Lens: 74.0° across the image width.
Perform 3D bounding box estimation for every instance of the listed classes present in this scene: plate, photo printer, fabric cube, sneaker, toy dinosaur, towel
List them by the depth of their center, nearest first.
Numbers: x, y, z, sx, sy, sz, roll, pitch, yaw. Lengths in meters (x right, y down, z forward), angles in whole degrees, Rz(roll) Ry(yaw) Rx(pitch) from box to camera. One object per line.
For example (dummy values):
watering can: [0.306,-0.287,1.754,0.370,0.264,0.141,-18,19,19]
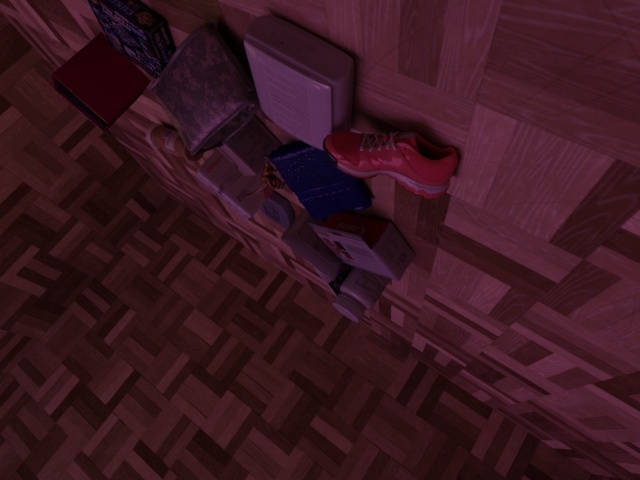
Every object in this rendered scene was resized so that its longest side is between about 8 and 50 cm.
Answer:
sneaker: [0.163,-0.208,0.968,0.313,0.116,0.136,16,147,0]
photo printer: [-0.042,-0.351,1.025,0.256,0.107,0.307,33,165,14]
towel: [0.007,-0.199,1.335,0.227,0.076,0.308,-11,140,25]
toy dinosaur: [-0.181,-0.206,1.438,0.112,0.064,0.212,33,133,5]
plate: [0.000,0.000,1.770,0.277,0.278,0.045,39,127,-4]
fabric cube: [-0.916,-0.651,1.780,0.254,0.258,0.259,43,163,-26]

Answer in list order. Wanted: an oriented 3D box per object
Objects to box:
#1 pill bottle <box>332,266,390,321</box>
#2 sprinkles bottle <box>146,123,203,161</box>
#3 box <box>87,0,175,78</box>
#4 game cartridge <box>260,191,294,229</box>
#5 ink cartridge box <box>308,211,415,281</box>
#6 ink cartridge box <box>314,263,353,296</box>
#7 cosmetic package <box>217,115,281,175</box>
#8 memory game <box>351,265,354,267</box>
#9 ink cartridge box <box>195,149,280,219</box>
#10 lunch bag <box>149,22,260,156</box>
pill bottle: [0.182,0.187,1.772,0.160,0.283,0.160,34,165,11]
sprinkles bottle: [-0.716,-0.484,2.086,0.355,0.121,0.121,25,161,35]
box: [-0.604,-0.672,1.386,0.295,0.073,0.293,36,164,4]
game cartridge: [-0.219,-0.159,2.078,0.198,0.062,0.297,29,163,11]
ink cartridge box: [0.147,-0.006,1.570,0.309,0.130,0.272,17,156,50]
ink cartridge box: [0.102,0.158,2.021,0.176,0.069,0.371,52,-164,8]
cosmetic package: [-0.298,-0.374,1.443,0.296,0.153,0.129,46,164,-25]
memory game: [0.189,0.129,1.949,0.186,0.012,0.186,39,-166,-11]
ink cartridge box: [-0.344,-0.257,1.772,0.283,0.207,0.117,42,162,-15]
lunch bag: [-0.302,-0.416,1.181,0.287,0.169,0.235,-26,98,41]
